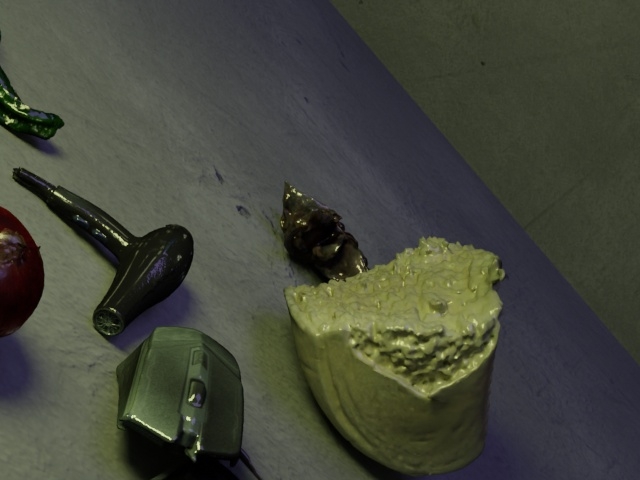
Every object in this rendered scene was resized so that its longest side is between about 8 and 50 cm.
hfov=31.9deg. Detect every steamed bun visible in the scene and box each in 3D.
[{"bbox_3d":[0.084,0.129,1.403,0.272,0.273,0.290,4,16,7],"label":"steamed bun"}]

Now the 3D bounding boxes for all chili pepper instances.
[{"bbox_3d":[-0.392,-0.235,1.320,0.122,0.065,0.279,34,24,-56],"label":"chili pepper"}]

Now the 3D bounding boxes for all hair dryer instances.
[{"bbox_3d":[-0.250,-0.004,1.206,0.219,0.075,0.195,36,29,-2],"label":"hair dryer"}]

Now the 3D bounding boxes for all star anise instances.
[{"bbox_3d":[-0.001,0.000,1.645,0.231,0.089,0.209,35,10,-46],"label":"star anise"}]

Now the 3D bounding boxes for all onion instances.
[{"bbox_3d":[-0.293,0.025,0.939,0.131,0.131,0.131,41,21,-19],"label":"onion"}]

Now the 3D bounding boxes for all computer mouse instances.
[{"bbox_3d":[-0.127,0.136,1.072,0.126,0.071,0.231,24,14,-13],"label":"computer mouse"}]

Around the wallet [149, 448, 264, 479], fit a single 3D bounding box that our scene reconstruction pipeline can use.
[{"bbox_3d":[-0.089,0.262,0.997,0.170,0.069,0.231,46,18,9],"label":"wallet"}]
